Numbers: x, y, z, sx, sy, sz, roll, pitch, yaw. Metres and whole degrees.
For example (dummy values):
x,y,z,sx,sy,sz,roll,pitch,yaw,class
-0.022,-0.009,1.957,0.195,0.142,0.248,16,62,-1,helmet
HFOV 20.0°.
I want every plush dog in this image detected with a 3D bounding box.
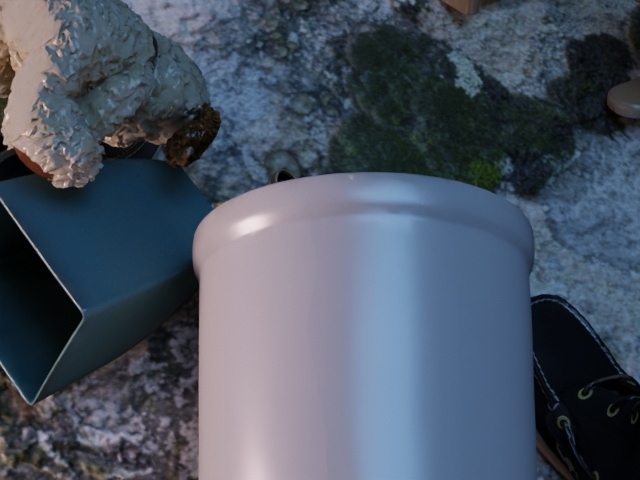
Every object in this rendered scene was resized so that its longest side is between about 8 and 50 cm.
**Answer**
x,y,z,sx,sy,sz,roll,pitch,yaw,class
-0.208,-0.170,1.795,0.225,0.210,0.262,24,16,-45,plush dog

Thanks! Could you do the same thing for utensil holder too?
x,y,z,sx,sy,sz,roll,pitch,yaw,class
0.043,0.177,1.675,0.327,0.327,0.385,5,67,-14,utensil holder

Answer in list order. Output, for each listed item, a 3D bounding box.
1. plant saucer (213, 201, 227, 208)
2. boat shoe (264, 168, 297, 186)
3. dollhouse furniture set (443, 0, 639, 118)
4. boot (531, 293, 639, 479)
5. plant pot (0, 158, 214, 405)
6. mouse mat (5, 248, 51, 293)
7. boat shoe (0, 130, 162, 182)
x,y,z,sx,sy,sz,roll,pitch,yaw,class
0.000,0.000,1.844,0.188,0.188,0.045,-1,78,8,plant saucer
-0.020,-0.019,1.969,0.050,0.045,0.135,-25,68,-28,boat shoe
0.355,-0.318,2.098,0.256,0.362,0.394,-19,37,-27,dollhouse furniture set
0.329,0.168,1.807,0.138,0.284,0.377,-13,64,-23,boot
-0.218,0.019,1.814,0.234,0.166,0.165,-24,69,-41,plant pot
-0.384,-0.003,1.874,0.152,0.007,0.190,-36,74,-32,mouse mat
-0.273,-0.087,1.901,0.116,0.099,0.319,45,54,14,boat shoe
